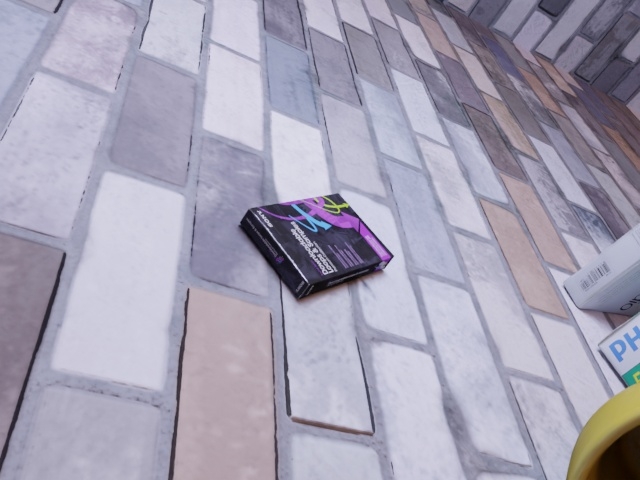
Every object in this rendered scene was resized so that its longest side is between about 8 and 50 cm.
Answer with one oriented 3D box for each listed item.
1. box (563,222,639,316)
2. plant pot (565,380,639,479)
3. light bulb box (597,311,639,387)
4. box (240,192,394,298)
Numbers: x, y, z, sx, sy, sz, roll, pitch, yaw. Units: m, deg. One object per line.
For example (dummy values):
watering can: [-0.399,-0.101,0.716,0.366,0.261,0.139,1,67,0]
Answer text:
box: [0.583,0.041,0.980,0.322,0.232,0.058,9,47,-32]
plant pot: [0.371,0.234,0.581,0.254,0.254,0.239,45,19,14]
light bulb box: [0.650,0.222,0.824,0.357,0.225,0.361,5,45,-37]
box: [0.000,0.000,0.713,0.162,0.029,0.116,-16,59,-48]
